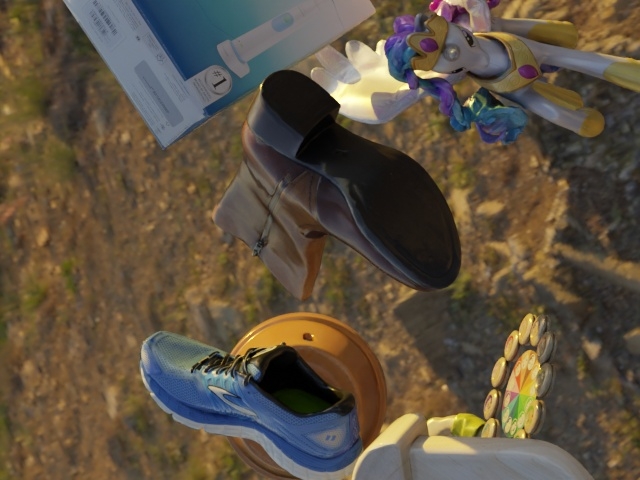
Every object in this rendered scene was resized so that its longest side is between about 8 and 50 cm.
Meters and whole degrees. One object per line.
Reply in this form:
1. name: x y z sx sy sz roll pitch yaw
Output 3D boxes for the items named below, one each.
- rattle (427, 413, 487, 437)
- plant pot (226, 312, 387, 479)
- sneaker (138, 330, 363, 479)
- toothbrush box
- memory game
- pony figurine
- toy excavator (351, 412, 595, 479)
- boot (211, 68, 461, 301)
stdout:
1. rattle: 0.178 0.331 1.407 0.130 0.199 0.142 -3 151 20
2. plant pot: -0.033 0.265 1.812 0.203 0.291 0.290 54 -169 -87
3. sneaker: -0.087 0.179 1.433 0.330 0.130 0.147 20 126 21
4. toothbrush box: -0.112 -0.277 1.291 0.216 0.295 0.126 56 146 -8
5. memory game: 0.214 0.166 1.215 0.012 0.186 0.186 17 132 -7
6. pony figurine: 0.186 -0.245 1.355 0.351 0.364 0.302 47 122 53
7. toy excavator: 0.300 0.301 1.015 0.433 0.222 0.445 -32 87 30
8. boot: 0.000 0.000 1.122 0.264 0.096 0.280 40 148 8
